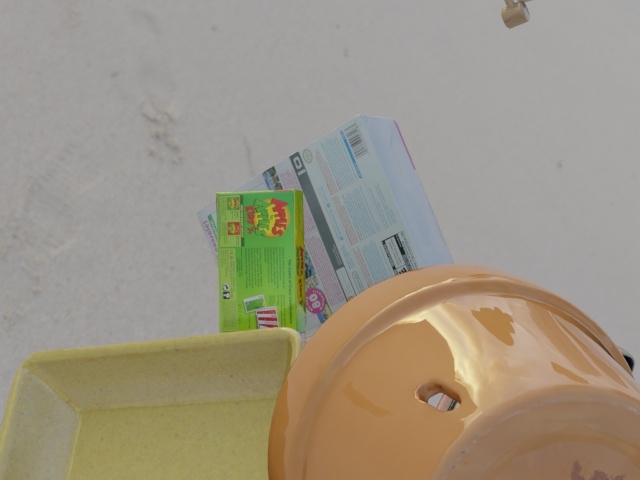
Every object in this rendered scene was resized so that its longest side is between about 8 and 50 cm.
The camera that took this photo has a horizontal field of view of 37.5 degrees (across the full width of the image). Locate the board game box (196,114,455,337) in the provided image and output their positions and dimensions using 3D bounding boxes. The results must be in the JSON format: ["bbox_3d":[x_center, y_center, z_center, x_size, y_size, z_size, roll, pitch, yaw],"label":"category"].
[{"bbox_3d":[0.000,0.000,1.262,0.097,0.303,0.224,-7,73,-57],"label":"board game box"}]

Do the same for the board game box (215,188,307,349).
[{"bbox_3d":[-0.066,0.036,1.059,0.043,0.092,0.181,1,87,-78],"label":"board game box"}]

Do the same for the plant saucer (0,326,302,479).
[{"bbox_3d":[-0.161,0.258,0.851,0.081,0.332,0.333,44,45,-52],"label":"plant saucer"}]

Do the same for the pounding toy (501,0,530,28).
[{"bbox_3d":[0.313,-0.424,1.419,0.181,0.094,0.206,20,63,-58],"label":"pounding toy"}]

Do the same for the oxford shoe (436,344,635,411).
[{"bbox_3d":[0.239,0.190,1.068,0.348,0.130,0.123,-35,123,-40],"label":"oxford shoe"}]

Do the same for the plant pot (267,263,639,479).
[{"bbox_3d":[0.121,0.172,0.648,0.291,0.291,0.203,38,-2,-13],"label":"plant pot"}]
